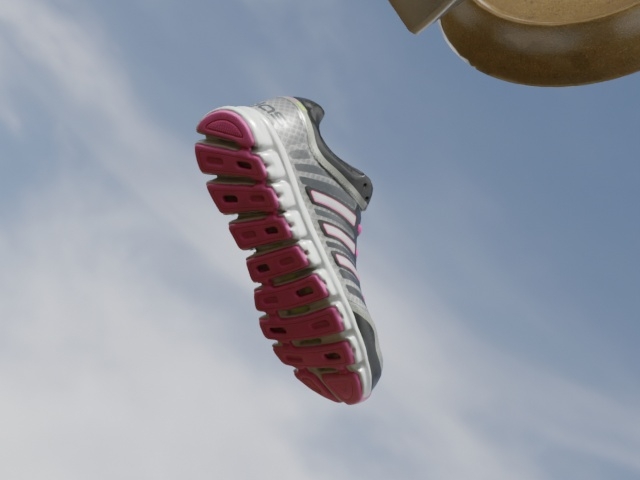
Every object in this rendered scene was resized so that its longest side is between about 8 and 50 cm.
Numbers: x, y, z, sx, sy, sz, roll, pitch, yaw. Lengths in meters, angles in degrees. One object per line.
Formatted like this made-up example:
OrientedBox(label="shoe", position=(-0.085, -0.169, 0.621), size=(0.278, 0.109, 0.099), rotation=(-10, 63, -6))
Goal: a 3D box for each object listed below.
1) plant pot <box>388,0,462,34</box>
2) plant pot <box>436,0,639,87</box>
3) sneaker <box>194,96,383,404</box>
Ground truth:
OrientedBox(label="plant pot", position=(0.079, -0.199, 1.084), size=(0.096, 0.109, 0.109), rotation=(-31, -84, 39))
OrientedBox(label="plant pot", position=(0.178, -0.198, 1.230), size=(0.236, 0.236, 0.032), rotation=(23, -22, 41))
OrientedBox(label="sneaker", position=(0.000, 0.000, 0.976), size=(0.063, 0.075, 0.170), rotation=(-11, -73, 47))
